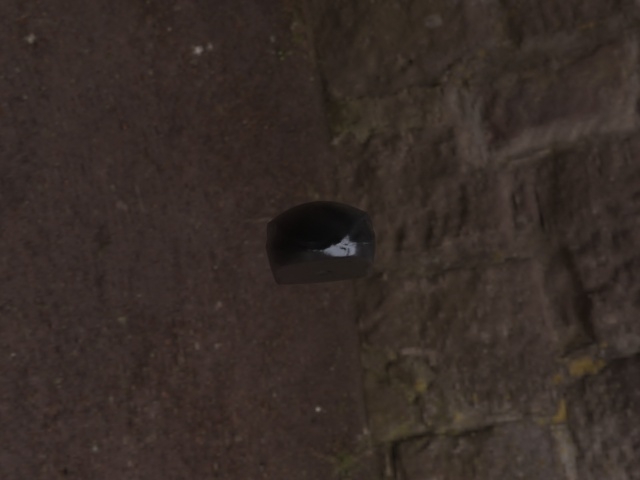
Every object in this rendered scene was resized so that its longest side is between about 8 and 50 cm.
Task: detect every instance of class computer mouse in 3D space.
[{"bbox_3d":[0.000,0.000,1.272,0.270,0.137,0.087,85,0,-81],"label":"computer mouse"}]
